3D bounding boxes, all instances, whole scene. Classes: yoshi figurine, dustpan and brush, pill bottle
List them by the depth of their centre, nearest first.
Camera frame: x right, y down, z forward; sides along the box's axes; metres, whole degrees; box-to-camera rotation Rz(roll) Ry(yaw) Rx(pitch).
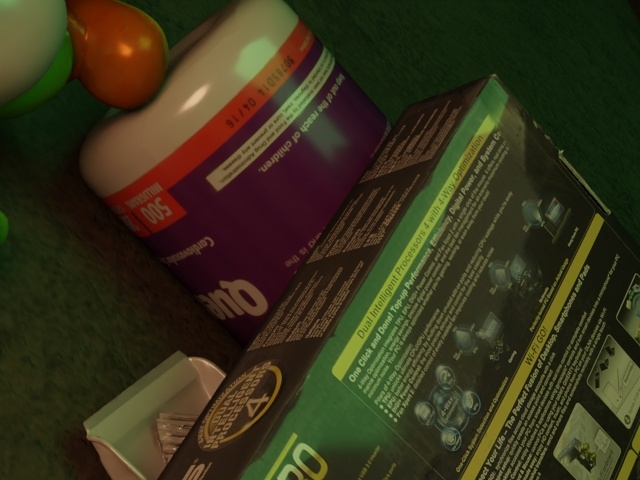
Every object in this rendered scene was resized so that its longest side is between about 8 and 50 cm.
[{"bbox_3d":[-0.195,-0.092,0.769,0.362,0.203,0.204,-29,96,-48],"label":"yoshi figurine"},{"bbox_3d":[-0.038,0.166,0.896,0.211,0.060,0.147,62,24,-4],"label":"dustpan and brush"},{"bbox_3d":[0.000,0.000,1.044,0.323,0.181,0.181,48,24,-14],"label":"pill bottle"}]

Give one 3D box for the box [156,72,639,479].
[{"bbox_3d":[0.092,0.148,0.898,0.318,0.097,0.395,47,55,-21],"label":"box"}]
